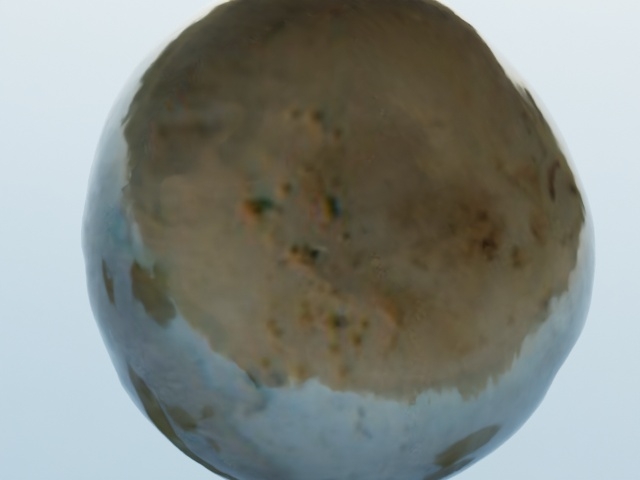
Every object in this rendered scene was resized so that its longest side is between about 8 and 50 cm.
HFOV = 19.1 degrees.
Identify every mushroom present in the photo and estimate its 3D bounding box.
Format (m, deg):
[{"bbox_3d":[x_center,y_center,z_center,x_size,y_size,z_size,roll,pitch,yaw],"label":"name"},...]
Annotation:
[{"bbox_3d":[0.000,0.000,0.904,0.243,0.244,0.243,10,-141,-8],"label":"mushroom"}]
